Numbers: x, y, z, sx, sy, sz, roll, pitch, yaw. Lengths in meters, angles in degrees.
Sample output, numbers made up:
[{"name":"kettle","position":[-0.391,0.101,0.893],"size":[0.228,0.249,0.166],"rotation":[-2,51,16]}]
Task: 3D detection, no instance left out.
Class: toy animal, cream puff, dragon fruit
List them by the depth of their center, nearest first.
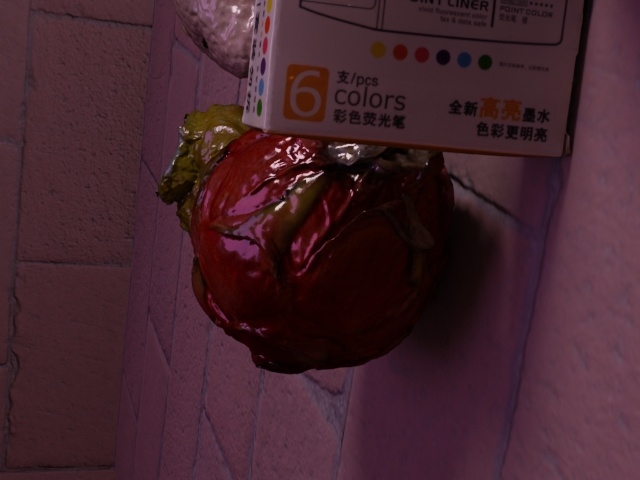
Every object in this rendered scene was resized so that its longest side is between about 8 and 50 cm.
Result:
[{"name":"dragon fruit","position":[0.000,0.000,1.044],"size":[0.343,0.277,0.277],"rotation":[95,166,-50]},{"name":"toy animal","position":[-0.148,-0.422,1.609],"size":[0.226,0.188,0.359],"rotation":[124,141,-78]},{"name":"cream puff","position":[-0.203,-0.116,1.802],"size":[0.282,0.185,0.282],"rotation":[-179,90,-68]}]

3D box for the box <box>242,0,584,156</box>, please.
[{"name":"box","position":[0.080,-0.184,0.835],"size":[0.091,0.273,0.221],"rotation":[-147,60,-74]}]
